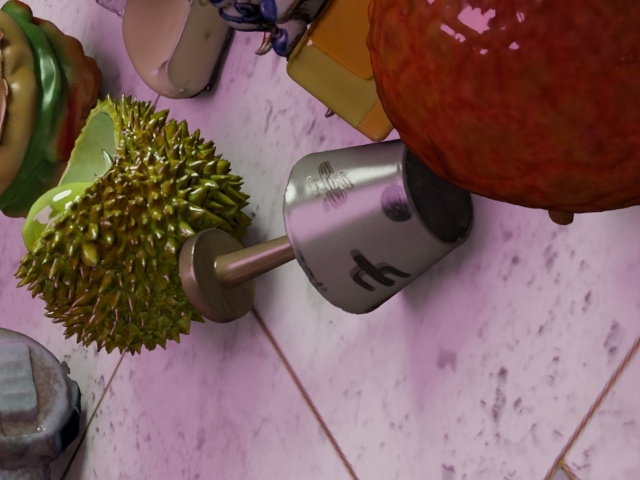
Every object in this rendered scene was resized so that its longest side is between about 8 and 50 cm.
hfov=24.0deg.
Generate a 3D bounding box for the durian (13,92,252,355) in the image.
[{"bbox_3d":[-0.155,-0.007,1.242,0.200,0.176,0.237,-45,19,1],"label":"durian"}]

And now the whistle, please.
[{"bbox_3d":[-0.315,0.228,1.436,0.189,0.189,0.348,-33,67,46],"label":"whistle"}]

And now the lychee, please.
[{"bbox_3d":[0.147,-0.121,0.799,0.255,0.255,0.300,38,147,53],"label":"lychee"}]

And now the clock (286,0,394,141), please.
[{"bbox_3d":[0.075,-0.175,1.005,0.202,0.096,0.143,-51,4,33],"label":"clock"}]

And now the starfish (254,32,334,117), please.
[{"bbox_3d":[0.001,-0.219,1.203,0.213,0.057,0.238,-34,53,55],"label":"starfish"}]

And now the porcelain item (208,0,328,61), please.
[{"bbox_3d":[-0.050,-0.239,1.041,0.138,0.186,0.288,-49,0,-4],"label":"porcelain item"}]

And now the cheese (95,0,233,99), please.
[{"bbox_3d":[-0.161,-0.216,1.437,0.251,0.054,0.127,32,104,54],"label":"cheese"}]

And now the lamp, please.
[{"bbox_3d":[0.000,0.000,1.074,0.214,0.121,0.121,-22,62,33],"label":"lamp"}]

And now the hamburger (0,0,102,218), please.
[{"bbox_3d":[-0.316,-0.133,1.552,0.237,0.148,0.237,-5,83,49],"label":"hamburger"}]
